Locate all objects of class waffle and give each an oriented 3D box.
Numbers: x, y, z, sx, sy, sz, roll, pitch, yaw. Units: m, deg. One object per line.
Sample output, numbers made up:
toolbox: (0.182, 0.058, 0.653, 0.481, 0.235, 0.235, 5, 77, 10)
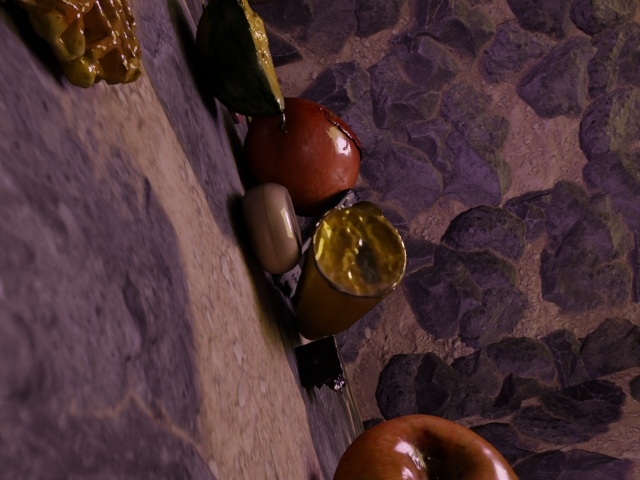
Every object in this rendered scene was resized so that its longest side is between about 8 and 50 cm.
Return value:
waffle: (-0.159, -0.183, 0.286, 0.191, 0.038, 0.191, -18, 90, -89)

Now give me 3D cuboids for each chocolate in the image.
chocolate: (0.018, 0.091, 0.926, 0.445, 0.162, 0.162, 116, -40, -64)

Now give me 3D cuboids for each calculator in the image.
calculator: (0.000, 0.000, 1.039, 0.040, 0.268, 0.177, 39, -13, 18)

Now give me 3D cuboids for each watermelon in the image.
watermelon: (-0.140, -0.297, 0.832, 0.204, 0.127, 0.232, -106, 177, -64)

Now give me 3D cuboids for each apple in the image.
apple: (0.155, 0.419, 0.708, 0.299, 0.299, 0.275, -106, -157, -59)
apple: (-0.045, -0.171, 1.052, 0.206, 0.252, 0.272, -64, 171, -10)

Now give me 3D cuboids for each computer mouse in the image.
computer mouse: (-0.080, -0.023, 0.813, 0.236, 0.082, 0.145, -108, -178, -78)

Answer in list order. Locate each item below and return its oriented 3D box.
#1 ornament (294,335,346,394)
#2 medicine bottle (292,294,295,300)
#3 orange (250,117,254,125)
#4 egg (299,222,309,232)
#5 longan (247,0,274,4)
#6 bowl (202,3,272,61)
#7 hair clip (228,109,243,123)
ornament: (0.008, 0.275, 0.991, 0.203, 0.081, 0.088, 76, -1, -58)
medicine bottle: (0.015, 0.089, 1.185, 0.052, 0.201, 0.171, -12, 86, -62)
orange: (-0.117, -0.317, 1.511, 0.240, 0.171, 0.240, -17, 90, -88)
egg: (0.003, 0.059, 1.383, 0.183, 0.183, 0.217, 72, -8, -46)
longan: (-0.176, -0.885, 1.372, 0.404, 0.404, 0.435, 72, 3, -47)
bowl: (-0.203, -0.504, 1.264, 0.238, 0.126, 0.237, -19, 90, -89)
hair clip: (-0.206, -0.348, 1.092, 0.138, 0.102, 0.123, 40, -8, 11)
